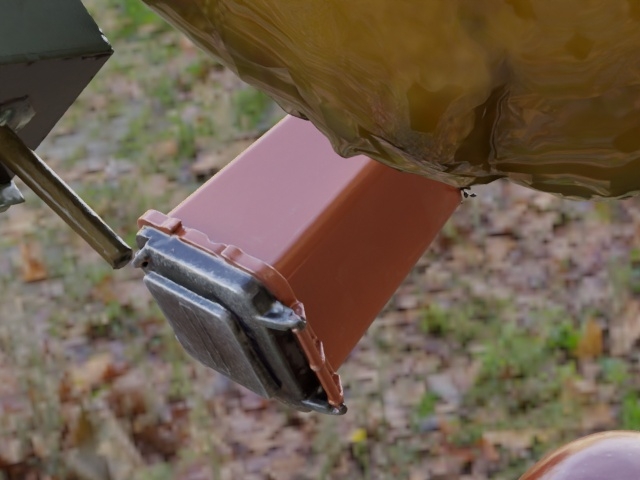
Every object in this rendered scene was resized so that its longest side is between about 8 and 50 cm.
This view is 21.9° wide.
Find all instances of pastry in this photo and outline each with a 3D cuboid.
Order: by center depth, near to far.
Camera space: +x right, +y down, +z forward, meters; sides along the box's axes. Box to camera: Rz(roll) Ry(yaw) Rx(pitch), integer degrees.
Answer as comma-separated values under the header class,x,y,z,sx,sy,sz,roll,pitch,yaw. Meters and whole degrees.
class,x,y,z,sx,sy,sz,roll,pitch,yaw
pastry,0.064,-0.209,0.519,0.409,0.409,0.245,5,22,27

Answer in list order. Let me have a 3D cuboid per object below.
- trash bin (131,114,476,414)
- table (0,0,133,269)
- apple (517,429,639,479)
class,x,y,z,sx,sy,sz,roll,pitch,yaw
trash bin,0.000,0.000,1.273,0.184,0.161,0.239,26,63,41
table,-0.171,0.021,0.609,0.121,0.111,0.240,-17,-22,-51
apple,0.170,0.203,0.939,0.181,0.181,0.168,12,21,40
